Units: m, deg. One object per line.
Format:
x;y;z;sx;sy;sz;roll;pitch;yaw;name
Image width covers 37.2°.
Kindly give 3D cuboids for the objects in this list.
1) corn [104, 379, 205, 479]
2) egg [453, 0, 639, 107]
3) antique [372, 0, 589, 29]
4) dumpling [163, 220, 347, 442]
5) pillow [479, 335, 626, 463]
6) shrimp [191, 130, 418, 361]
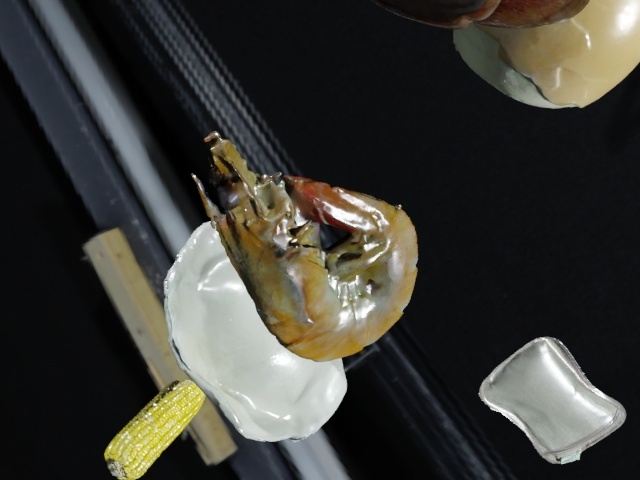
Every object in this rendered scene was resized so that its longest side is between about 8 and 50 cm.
-0.256;0.291;1.486;0.072;0.203;0.072;22;-45;24;corn
0.251;-0.246;0.983;0.201;0.201;0.244;55;-44;6;egg
0.071;-0.223;0.628;0.257;0.143;0.121;37;-54;38;antique
-0.099;0.159;1.412;0.181;0.260;0.341;7;-54;29;dumpling
0.306;0.214;1.250;0.131;0.038;0.233;-38;-58;15;pillow
0.000;0.000;0.770;0.063;0.152;0.287;58;-3;44;shrimp
